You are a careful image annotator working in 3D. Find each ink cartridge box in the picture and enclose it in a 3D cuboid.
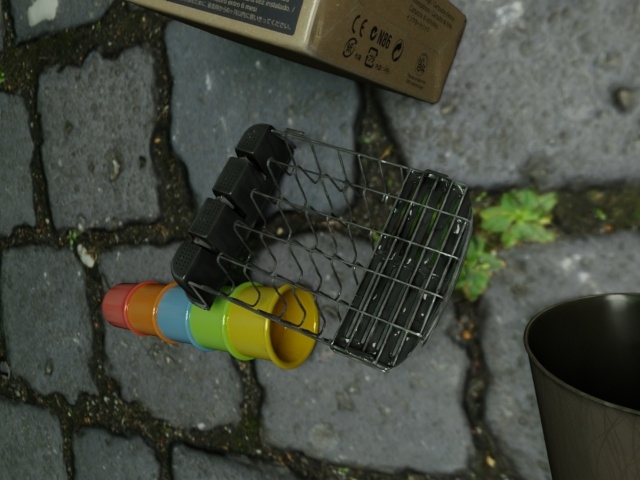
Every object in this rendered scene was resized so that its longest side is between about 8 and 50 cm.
[{"bbox_3d":[-0.011,-0.195,0.451,0.193,0.235,0.088,27,109,27],"label":"ink cartridge box"}]

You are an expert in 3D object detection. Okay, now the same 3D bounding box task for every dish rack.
[{"bbox_3d":[0.000,0.000,0.518,0.272,0.074,0.208,19,75,23],"label":"dish rack"}]

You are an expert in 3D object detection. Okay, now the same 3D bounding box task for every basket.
[{"bbox_3d":[0.237,0.174,0.373,0.154,0.204,0.226,-9,101,9],"label":"basket"}]

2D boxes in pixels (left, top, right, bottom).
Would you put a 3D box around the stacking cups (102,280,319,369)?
[{"bbox_3d":[-0.158,0.088,0.659,0.316,0.096,0.096,2,96,33],"label":"stacking cups"}]
